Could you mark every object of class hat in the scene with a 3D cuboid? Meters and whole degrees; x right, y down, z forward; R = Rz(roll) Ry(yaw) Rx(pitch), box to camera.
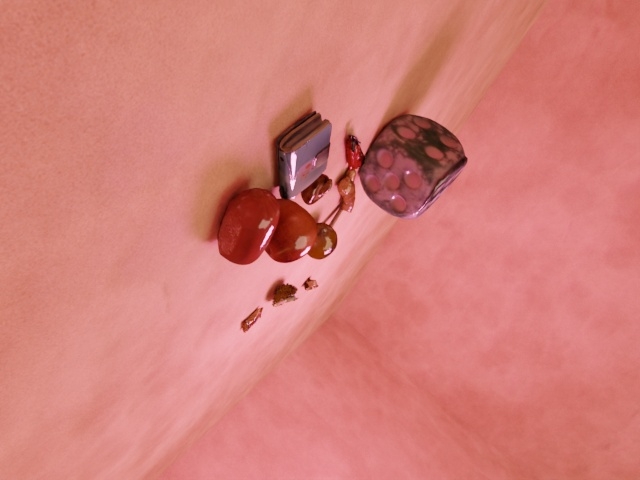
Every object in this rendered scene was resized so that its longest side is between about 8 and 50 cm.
[{"bbox_3d":[-0.056,0.247,2.513,0.076,0.059,0.077,-19,160,12],"label":"hat"}]

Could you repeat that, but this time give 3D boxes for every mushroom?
[{"bbox_3d":[-0.015,-0.170,1.495,0.127,0.087,0.127,-47,162,-21],"label":"mushroom"}]

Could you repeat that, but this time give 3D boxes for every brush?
[{"bbox_3d":[0.037,-0.071,2.021,0.282,0.048,0.054,-56,170,-11],"label":"brush"}]

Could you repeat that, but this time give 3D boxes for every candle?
[{"bbox_3d":[0.126,-0.324,1.617,0.084,0.059,0.302,-62,169,-6],"label":"candle"}]

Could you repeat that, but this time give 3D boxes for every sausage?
[{"bbox_3d":[-0.192,-0.033,1.170,0.148,0.148,0.254,-33,157,-52],"label":"sausage"}]

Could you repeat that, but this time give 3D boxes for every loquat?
[{"bbox_3d":[0.000,0.000,1.876,0.152,0.152,0.195,-45,173,-25],"label":"loquat"}]

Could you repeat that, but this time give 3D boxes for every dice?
[{"bbox_3d":[0.398,-0.312,1.914,0.328,0.348,0.330,-37,160,-39],"label":"dice"}]

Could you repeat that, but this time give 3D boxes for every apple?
[{"bbox_3d":[-0.104,-0.033,1.318,0.162,0.201,0.201,-36,163,-15],"label":"apple"}]

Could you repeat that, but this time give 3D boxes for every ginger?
[{"bbox_3d":[0.114,-0.197,1.882,0.118,0.065,0.299,-58,167,-16],"label":"ginger"}]

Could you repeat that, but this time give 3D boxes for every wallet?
[{"bbox_3d":[-0.050,-0.232,1.251,0.176,0.075,0.250,-43,165,-19],"label":"wallet"}]

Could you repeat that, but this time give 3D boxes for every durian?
[{"bbox_3d":[-0.171,0.256,2.103,0.137,0.095,0.221,-13,162,-5],"label":"durian"}]

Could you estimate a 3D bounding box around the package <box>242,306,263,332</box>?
[{"bbox_3d":[-0.314,0.368,2.048,0.120,0.031,0.108,-42,164,-35],"label":"package"}]
